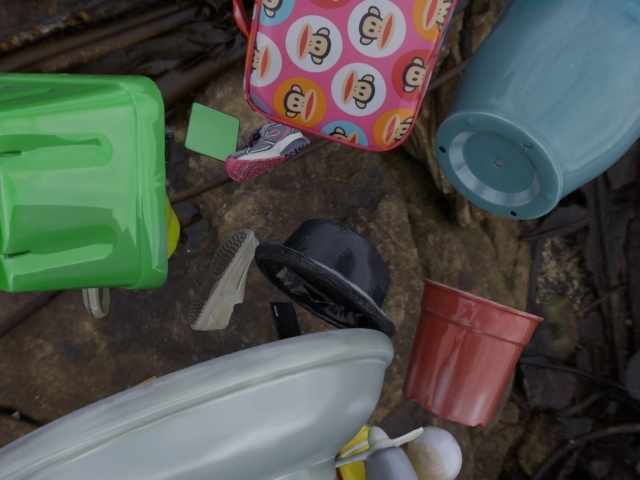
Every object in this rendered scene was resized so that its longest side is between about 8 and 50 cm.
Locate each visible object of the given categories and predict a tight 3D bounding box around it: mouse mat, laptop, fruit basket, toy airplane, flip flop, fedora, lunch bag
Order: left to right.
[{"bbox_3d":[-0.324,-0.070,0.677,0.392,0.392,0.283,-1,105,-14],"label":"fruit basket"},{"bbox_3d":[-0.380,0.014,0.931,0.080,0.112,0.277,6,108,-5],"label":"flip flop"},{"bbox_3d":[-0.311,-0.312,1.508,0.152,0.007,0.190,17,54,-23],"label":"mouse mat"},{"bbox_3d":[-0.129,0.330,1.678,0.136,0.264,0.234,-7,74,-32],"label":"laptop"},{"bbox_3d":[0.018,-0.268,0.608,0.258,0.120,0.293,16,122,-5],"label":"lunch bag"},{"bbox_3d":[0.034,0.064,1.075,0.334,0.334,0.152,35,70,-11],"label":"fedora"},{"bbox_3d":[0.121,0.406,0.767,0.272,0.386,0.384,-42,102,-10],"label":"toy airplane"}]

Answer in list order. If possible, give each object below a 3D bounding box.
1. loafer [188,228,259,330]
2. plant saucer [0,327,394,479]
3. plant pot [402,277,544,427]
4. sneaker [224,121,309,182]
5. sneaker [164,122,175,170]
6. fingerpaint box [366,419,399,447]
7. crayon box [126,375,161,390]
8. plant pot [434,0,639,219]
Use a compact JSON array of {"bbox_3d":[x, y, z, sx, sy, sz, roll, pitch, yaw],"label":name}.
[{"bbox_3d":[-0.218,0.097,1.238,0.092,0.102,0.268,28,94,-36],"label":"loafer"},{"bbox_3d":[-0.100,0.211,0.472,0.400,0.400,0.100,-19,66,-14],"label":"plant saucer"},{"bbox_3d":[0.320,0.252,1.167,0.272,0.272,0.265,18,91,-13],"label":"plant pot"},{"bbox_3d":[-0.156,-0.245,1.384,0.112,0.121,0.299,54,39,-3],"label":"sneaker"},{"bbox_3d":[-0.552,-0.313,1.714,0.087,0.227,0.130,-18,61,-37],"label":"sneaker"},{"bbox_3d":[-0.041,0.535,1.183,0.163,0.445,0.371,29,83,-12],"label":"fingerpaint box"},{"bbox_3d":[-0.428,0.429,1.156,0.081,0.278,0.165,34,37,-39],"label":"crayon box"},{"bbox_3d":[0.300,-0.176,0.722,0.271,0.271,0.255,47,69,-9],"label":"plant pot"}]
